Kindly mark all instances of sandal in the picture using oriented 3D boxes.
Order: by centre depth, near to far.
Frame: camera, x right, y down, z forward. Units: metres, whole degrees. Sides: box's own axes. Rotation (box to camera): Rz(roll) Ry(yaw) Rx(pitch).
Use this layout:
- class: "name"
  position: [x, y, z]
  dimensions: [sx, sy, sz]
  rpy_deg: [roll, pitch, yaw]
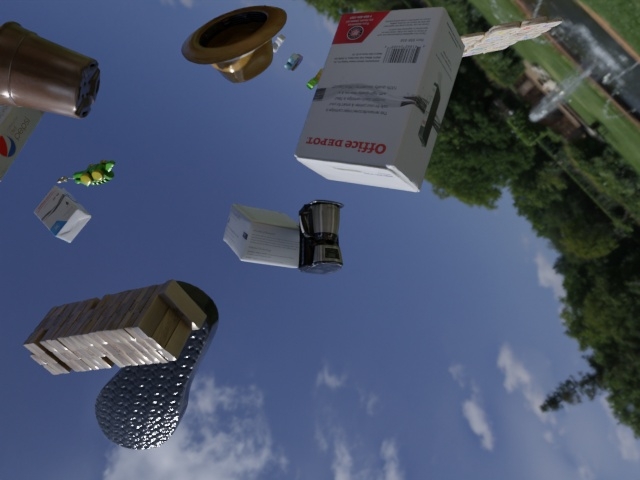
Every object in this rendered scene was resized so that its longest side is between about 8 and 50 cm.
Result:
- class: "sandal"
  position: [-0.304, 0.253, 1.067]
  dimensions: [0.168, 0.445, 0.107]
  rpy_deg: [35, -153, 1]

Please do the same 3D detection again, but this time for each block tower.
- class: "block tower"
  position: [-0.353, 0.152, 0.907]
  dimensions: [0.091, 0.336, 0.097]
  rpy_deg: [55, -144, -31]

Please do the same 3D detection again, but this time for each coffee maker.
- class: "coffee maker"
  position: [0.000, 0.000, 1.463]
  dimensions: [0.171, 0.120, 0.178]
  rpy_deg: [104, 167, -74]

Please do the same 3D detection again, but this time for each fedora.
- class: "fedora"
  position: [-0.134, -0.320, 0.910]
  dimensions: [0.194, 0.195, 0.079]
  rpy_deg: [-103, -6, -49]

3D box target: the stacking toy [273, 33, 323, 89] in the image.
- class: "stacking toy"
  position: [-0.068, -0.487, 1.484]
  dimensions: [0.167, 0.052, 0.221]
  rpy_deg: [36, -161, -8]

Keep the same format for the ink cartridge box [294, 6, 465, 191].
- class: "ink cartridge box"
  position: [0.098, -0.231, 0.911]
  dimensions: [0.197, 0.272, 0.114]
  rpy_deg: [13, 170, 36]

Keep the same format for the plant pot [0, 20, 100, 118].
- class: "plant pot"
  position: [-0.546, -0.329, 1.095]
  dimensions: [0.165, 0.166, 0.167]
  rpy_deg: [16, -149, -8]

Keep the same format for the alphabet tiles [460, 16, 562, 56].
- class: "alphabet tiles"
  position: [0.488, -0.548, 1.484]
  dimensions: [0.284, 0.278, 0.021]
  rpy_deg: [-125, 25, -82]

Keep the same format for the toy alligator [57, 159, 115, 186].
- class: "toy alligator"
  position: [-0.612, -0.167, 1.454]
  dimensions: [0.056, 0.190, 0.051]
  rpy_deg: [-81, -29, -48]

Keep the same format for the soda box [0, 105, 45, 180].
- class: "soda box"
  position: [-0.712, -0.231, 1.221]
  dimensions: [0.069, 0.074, 0.216]
  rpy_deg: [56, -141, -49]

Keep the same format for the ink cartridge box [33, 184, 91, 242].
- class: "ink cartridge box"
  position: [-0.773, -0.088, 1.617]
  dimensions: [0.180, 0.104, 0.060]
  rpy_deg: [36, 178, 29]

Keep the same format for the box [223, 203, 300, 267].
- class: "box"
  position: [-0.160, -0.015, 1.566]
  dimensions: [0.182, 0.118, 0.181]
  rpy_deg: [10, -166, -29]
